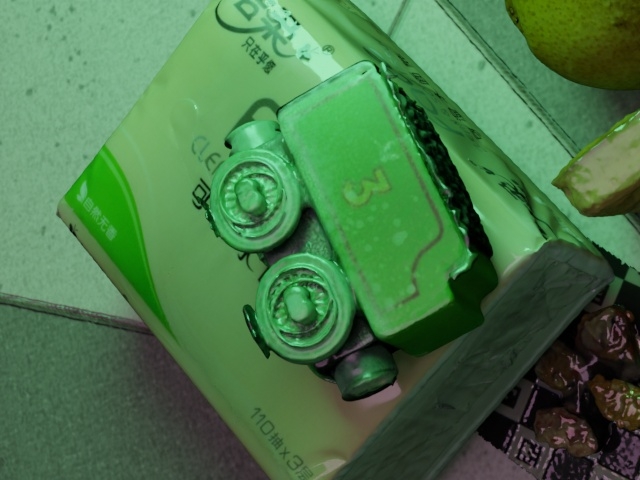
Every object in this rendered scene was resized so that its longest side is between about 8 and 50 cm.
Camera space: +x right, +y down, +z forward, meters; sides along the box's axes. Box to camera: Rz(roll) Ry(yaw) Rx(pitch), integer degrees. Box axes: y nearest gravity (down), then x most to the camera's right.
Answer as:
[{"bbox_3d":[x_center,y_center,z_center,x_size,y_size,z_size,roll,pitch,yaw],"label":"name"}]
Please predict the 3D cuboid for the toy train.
[{"bbox_3d":[0.025,-0.005,1.399,0.188,0.132,0.243,-28,70,13],"label":"toy train"}]

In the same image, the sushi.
[{"bbox_3d":[0.232,0.125,1.571,0.192,0.040,0.210,36,105,25],"label":"sushi"}]

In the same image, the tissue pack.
[{"bbox_3d":[0.000,0.000,1.602,0.332,0.205,0.405,-50,64,16],"label":"tissue pack"}]

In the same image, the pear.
[{"bbox_3d":[0.249,-0.222,1.483,0.208,0.209,0.209,-1,88,29],"label":"pear"}]

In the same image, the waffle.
[{"bbox_3d":[0.321,-0.112,1.458,0.274,0.168,0.057,-39,77,21],"label":"waffle"}]
